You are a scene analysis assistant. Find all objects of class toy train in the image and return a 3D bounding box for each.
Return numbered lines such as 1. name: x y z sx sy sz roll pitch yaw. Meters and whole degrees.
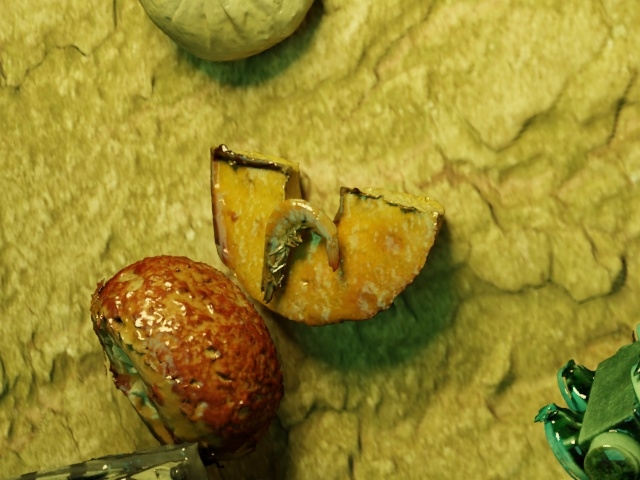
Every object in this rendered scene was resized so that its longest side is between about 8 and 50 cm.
1. toy train: 0.275 0.163 0.699 0.112 0.203 0.163 -38 88 30

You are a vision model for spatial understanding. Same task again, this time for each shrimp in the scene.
1. shrimp: -0.022 0.019 0.817 0.083 0.023 0.114 24 109 21

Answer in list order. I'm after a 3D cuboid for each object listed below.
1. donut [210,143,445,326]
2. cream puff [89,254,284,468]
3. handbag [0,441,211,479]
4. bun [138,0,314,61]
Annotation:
1. donut: -0.005 0.003 0.866 0.259 0.101 0.152 19 105 22
2. cream puff: -0.134 0.121 0.894 0.240 0.164 0.240 36 140 36
3. handbag: -0.191 0.349 0.888 0.327 0.325 0.162 -18 46 24
4. bun: -0.109 -0.288 0.864 0.222 0.127 0.222 3 96 28
